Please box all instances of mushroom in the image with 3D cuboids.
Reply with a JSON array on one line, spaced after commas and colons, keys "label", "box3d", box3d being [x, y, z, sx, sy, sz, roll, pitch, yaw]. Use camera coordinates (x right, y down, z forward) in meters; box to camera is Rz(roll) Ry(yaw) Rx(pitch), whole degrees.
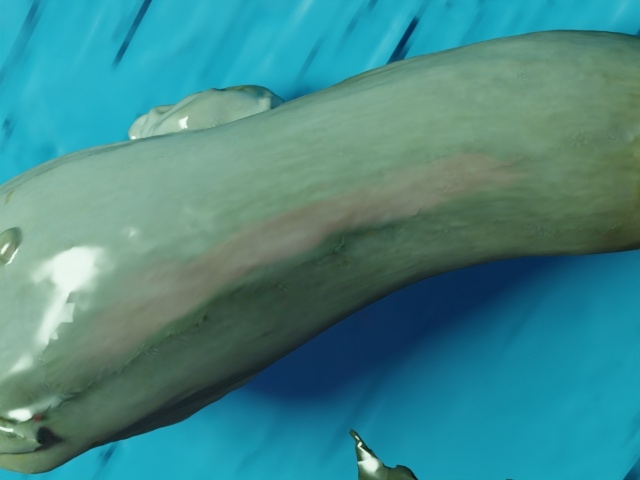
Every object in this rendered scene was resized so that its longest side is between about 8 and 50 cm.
[{"label": "mushroom", "box3d": [-0.002, -0.002, 0.542, 0.278, 0.099, 0.096, -19, 119, 13]}]

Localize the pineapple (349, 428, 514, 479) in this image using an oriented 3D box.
[{"label": "pineapple", "box3d": [0.119, 0.197, 0.505, 0.364, 0.165, 0.165, 33, 118, -30]}]
